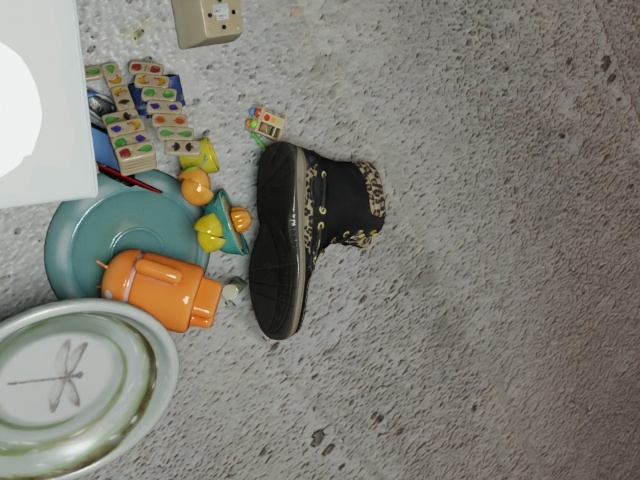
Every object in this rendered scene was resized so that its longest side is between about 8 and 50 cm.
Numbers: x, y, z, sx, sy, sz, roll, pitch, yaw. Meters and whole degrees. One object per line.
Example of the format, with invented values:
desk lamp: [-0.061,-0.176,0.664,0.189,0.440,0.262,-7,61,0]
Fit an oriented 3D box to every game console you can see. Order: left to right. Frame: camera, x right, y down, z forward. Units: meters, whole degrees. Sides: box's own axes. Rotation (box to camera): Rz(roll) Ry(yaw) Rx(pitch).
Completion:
game console: [-0.344,-0.145,1.240,0.144,0.085,0.124,28,51,-55]

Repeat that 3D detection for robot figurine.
robot figurine: [-0.289,0.090,1.288,0.219,0.158,0.128,16,96,-5]

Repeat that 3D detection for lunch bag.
lunch bag: [-0.294,-0.255,1.304,0.098,0.067,0.065,-21,112,-23]

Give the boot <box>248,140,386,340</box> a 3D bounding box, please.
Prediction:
boot: [0.000,0.000,1.466,0.284,0.138,0.377,-2,93,-49]

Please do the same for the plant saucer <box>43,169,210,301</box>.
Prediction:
plant saucer: [-0.345,0.022,1.360,0.317,0.043,0.318,-8,106,-30]

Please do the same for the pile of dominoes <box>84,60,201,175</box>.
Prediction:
pile of dominoes: [-0.321,-0.217,1.192,0.196,0.251,0.040,-16,150,-19]

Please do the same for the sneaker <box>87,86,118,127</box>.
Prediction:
sneaker: [-0.365,-0.217,1.276,0.135,0.058,0.052,30,86,-34]

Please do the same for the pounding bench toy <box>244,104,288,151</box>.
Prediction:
pounding bench toy: [-0.115,-0.217,1.432,0.065,0.052,0.083,17,93,-33]

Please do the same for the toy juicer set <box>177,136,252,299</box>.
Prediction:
toy juicer set: [-0.170,-0.017,1.355,0.089,0.209,0.329,-18,114,2]

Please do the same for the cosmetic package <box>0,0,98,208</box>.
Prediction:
cosmetic package: [-0.553,-0.213,0.999,0.393,0.329,0.327,-11,107,-28]

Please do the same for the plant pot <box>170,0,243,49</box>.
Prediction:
plant pot: [-0.195,-0.404,1.309,0.109,0.096,0.109,-17,111,-27]

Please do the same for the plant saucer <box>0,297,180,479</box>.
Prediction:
plant saucer: [-0.443,0.243,1.236,0.400,0.100,0.400,-20,131,-24]
